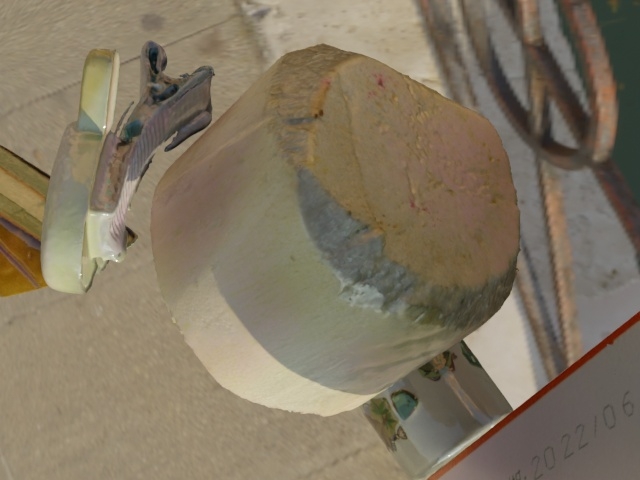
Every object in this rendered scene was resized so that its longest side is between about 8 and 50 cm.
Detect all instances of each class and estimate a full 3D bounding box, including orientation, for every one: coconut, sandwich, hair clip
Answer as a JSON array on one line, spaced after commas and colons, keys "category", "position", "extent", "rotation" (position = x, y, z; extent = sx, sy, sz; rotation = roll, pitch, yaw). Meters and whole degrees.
[{"category": "coconut", "position": [0.000, 0.000, 0.922], "extent": [0.239, 0.244, 0.239], "rotation": [18, 57, -30]}, {"category": "sandwich", "position": [-0.323, -0.043, 1.471], "extent": [0.144, 0.117, 0.187], "rotation": [-20, 104, 31]}, {"category": "hair clip", "position": [-0.143, -0.059, 0.918], "extent": [0.071, 0.159, 0.218], "rotation": [13, 50, 9]}]

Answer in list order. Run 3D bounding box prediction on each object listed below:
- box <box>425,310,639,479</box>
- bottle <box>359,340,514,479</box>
[{"category": "box", "position": [0.242, 0.236, 0.712], "extent": [0.257, 0.318, 0.348], "rotation": [20, 137, -20]}, {"category": "bottle", "position": [0.064, 0.094, 1.221], "extent": [0.120, 0.120, 0.253], "rotation": [-32, 74, -9]}]
